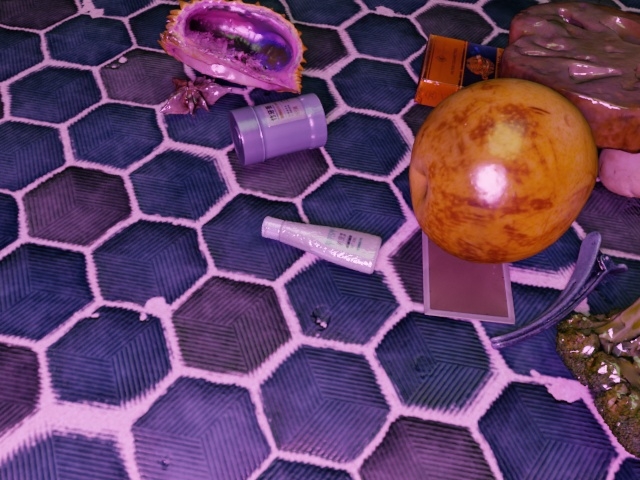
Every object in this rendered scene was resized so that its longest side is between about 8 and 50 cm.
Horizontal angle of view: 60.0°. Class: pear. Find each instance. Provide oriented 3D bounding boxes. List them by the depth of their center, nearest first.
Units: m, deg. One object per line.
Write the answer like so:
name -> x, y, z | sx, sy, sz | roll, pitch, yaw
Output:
pear -> 0.269, -0.104, 0.834 | 0.281, 0.280, 0.280 | 2, 56, -3

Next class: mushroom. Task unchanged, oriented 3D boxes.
mushroom -> 0.578, -0.135, 0.969 | 0.166, 0.166, 0.127 | -42, 112, -27

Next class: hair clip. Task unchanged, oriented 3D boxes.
hair clip -> 0.366, 0.092, 0.850 | 0.275, 0.048, 0.083 | -36, 89, -22

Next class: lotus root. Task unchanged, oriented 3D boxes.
lotus root -> 0.497, -0.298, 0.970 | 0.375, 0.111, 0.390 | 7, 45, 5

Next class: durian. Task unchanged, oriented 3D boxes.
durian -> -0.163, -0.355, 1.045 | 0.261, 0.186, 0.153 | 26, 65, -17

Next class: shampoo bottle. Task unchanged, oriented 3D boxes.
shampoo bottle -> 0.000, 0.000, 0.894 | 0.191, 0.041, 0.069 | 15, 62, 7

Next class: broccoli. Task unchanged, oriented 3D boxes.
broccoli -> 0.479, 0.135, 0.703 | 0.321, 0.283, 0.304 | -16, 27, -24

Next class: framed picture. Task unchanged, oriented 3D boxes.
framed picture -> 0.234, 0.047, 0.896 | 0.142, 0.011, 0.183 | 6, 56, 0

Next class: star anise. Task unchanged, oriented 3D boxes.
star anise -> -0.230, -0.280, 1.053 | 0.129, 0.056, 0.124 | -1, 51, 7

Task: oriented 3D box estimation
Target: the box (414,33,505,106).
box -> 0.320, -0.327, 1.121 | 0.237, 0.070, 0.152 | 12, 57, 5

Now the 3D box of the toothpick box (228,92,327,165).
toothpick box -> -0.077, -0.198, 0.986 | 0.153, 0.101, 0.101 | -17, 59, -16
